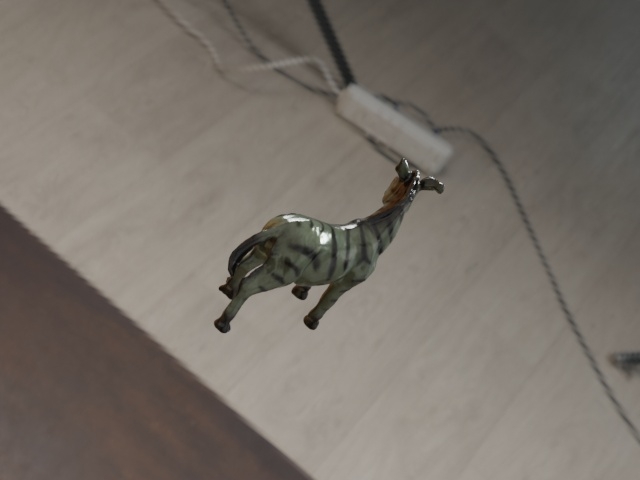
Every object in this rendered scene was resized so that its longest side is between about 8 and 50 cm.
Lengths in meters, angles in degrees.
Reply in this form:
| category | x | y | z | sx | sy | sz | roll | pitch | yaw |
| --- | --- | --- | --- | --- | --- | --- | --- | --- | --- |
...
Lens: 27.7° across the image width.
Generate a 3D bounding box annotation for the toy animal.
| category | x | y | z | sx | sy | sz | roll | pitch | yaw |
| --- | --- | --- | --- | --- | --- | --- | --- | --- | --- |
| toy animal | 0.004 | 0.004 | 1.182 | 0.217 | 0.176 | 0.073 | -2 | 43 | -50 |
